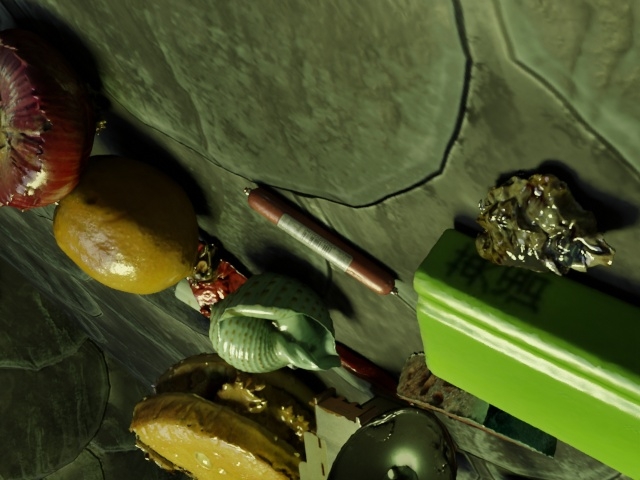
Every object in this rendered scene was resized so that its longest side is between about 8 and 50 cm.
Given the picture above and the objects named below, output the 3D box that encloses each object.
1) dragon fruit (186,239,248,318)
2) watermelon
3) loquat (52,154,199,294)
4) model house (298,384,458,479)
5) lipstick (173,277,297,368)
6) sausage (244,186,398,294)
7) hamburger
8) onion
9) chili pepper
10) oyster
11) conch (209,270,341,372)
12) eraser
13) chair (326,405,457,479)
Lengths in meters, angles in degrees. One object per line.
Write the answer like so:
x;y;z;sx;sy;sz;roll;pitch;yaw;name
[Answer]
-0.152;0.055;1.235;0.092;0.122;0.192;-23;124;19;dragon fruit
0.191;0.204;1.001;0.154;0.094;0.241;37;161;-29;watermelon
-0.270;-0.025;1.064;0.234;0.176;0.187;37;167;-14;loquat
0.106;0.374;1.299;0.169;0.244;0.326;9;112;46;model house
-0.141;0.139;1.363;0.264;0.059;0.059;29;157;18;lipstick
0.000;0.000;0.920;0.223;0.029;0.029;34;158;4;sausage
-0.114;0.375;1.531;0.445;0.268;0.287;40;135;-14;hamburger
-0.357;-0.152;0.975;0.230;0.163;0.230;10;107;36;onion
0.076;0.211;1.233;0.178;0.027;0.045;29;161;17;chili pepper
0.172;-0.003;0.640;0.103;0.051;0.148;44;168;0;oyster
-0.063;0.114;1.113;0.200;0.131;0.172;9;129;-4;conch
0.232;0.117;0.741;0.274;0.092;0.210;25;155;28;eraser
0.215;0.425;1.121;0.401;0.226;0.226;38;160;-32;chair
